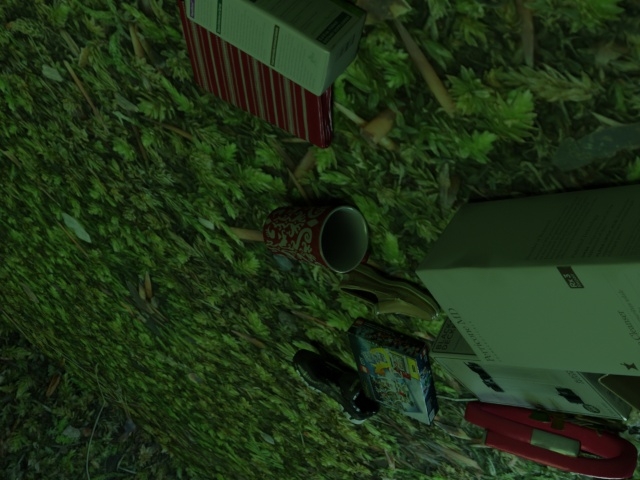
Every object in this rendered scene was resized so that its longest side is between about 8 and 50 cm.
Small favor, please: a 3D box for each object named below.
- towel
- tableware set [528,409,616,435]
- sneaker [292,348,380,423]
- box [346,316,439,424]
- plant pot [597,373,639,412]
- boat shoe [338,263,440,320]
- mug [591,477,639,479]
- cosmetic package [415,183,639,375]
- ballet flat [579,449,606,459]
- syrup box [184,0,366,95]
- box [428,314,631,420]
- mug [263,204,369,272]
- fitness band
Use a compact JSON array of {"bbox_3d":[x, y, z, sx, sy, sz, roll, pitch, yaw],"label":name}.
[{"bbox_3d":[-0.098,-0.262,1.387,0.275,0.031,0.198,29,151,21],"label":"towel"},{"bbox_3d":[0.417,0.303,1.490,0.104,0.024,0.154,9,179,40],"label":"tableware set"},{"bbox_3d":[0.044,0.314,1.964,0.234,0.078,0.106,43,147,-14],"label":"sneaker"},{"bbox_3d":[0.149,0.266,1.807,0.159,0.044,0.233,20,145,30],"label":"box"},{"bbox_3d":[0.482,0.179,1.268,0.109,0.096,0.109,36,150,4],"label":"plant pot"},{"bbox_3d":[0.120,0.108,1.599,0.190,0.072,0.068,22,146,28],"label":"boat shoe"},{"bbox_3d":[0.535,0.450,1.614,0.078,0.062,0.064,21,154,41],"label":"mug"},{"bbox_3d":[0.345,0.057,1.197,0.385,0.156,0.217,-9,127,51],"label":"cosmetic package"},{"bbox_3d":[0.473,0.372,1.606,0.114,0.041,0.041,14,142,37],"label":"ballet flat"},{"bbox_3d":[-0.066,-0.310,1.222,0.237,0.093,0.096,33,150,11],"label":"syrup box"},{"bbox_3d":[0.338,0.197,1.432,0.169,0.087,0.290,42,153,-29],"label":"box"},{"bbox_3d":[-0.007,0.005,1.568,0.169,0.113,0.150,7,136,48],"label":"mug"},{"bbox_3d":[0.384,0.333,1.508,0.291,0.054,0.209,13,-179,31],"label":"fitness band"}]
